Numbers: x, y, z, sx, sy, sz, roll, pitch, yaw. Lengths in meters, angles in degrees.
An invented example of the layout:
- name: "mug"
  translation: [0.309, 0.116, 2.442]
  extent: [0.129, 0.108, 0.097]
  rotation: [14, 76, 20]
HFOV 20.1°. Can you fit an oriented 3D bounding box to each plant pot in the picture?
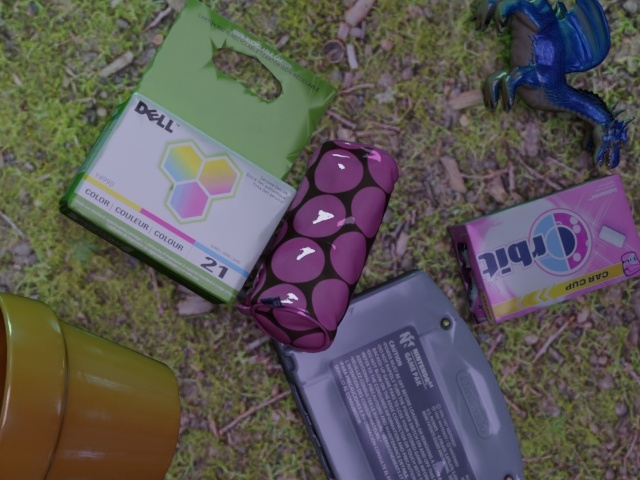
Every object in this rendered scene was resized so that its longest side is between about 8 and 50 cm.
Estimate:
- name: "plant pot"
  translation: [-0.240, 0.162, 1.678]
  extent: [0.188, 0.205, 0.205]
  rotation: [12, 85, -28]

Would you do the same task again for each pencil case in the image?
- name: "pencil case"
  translation: [0.000, 0.000, 1.767]
  extent: [0.098, 0.095, 0.209]
  rotation: [15, 61, 18]

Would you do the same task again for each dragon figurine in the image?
- name: "dragon figurine"
  translation: [0.240, -0.211, 1.854]
  extent: [0.144, 0.085, 0.289]
  rotation: [-10, 94, -16]

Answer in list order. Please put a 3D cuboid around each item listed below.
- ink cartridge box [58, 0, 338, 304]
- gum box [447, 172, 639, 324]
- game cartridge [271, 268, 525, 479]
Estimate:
- name: "ink cartridge box"
  translation: [-0.110, -0.092, 1.761]
  extent: [0.189, 0.097, 0.255]
  rotation: [31, 82, -10]
- name: "gum box"
  translation: [0.230, 0.010, 1.855]
  extent: [0.188, 0.062, 0.107]
  rotation: [-18, 92, -14]
- name: "game cartridge"
  translation: [0.092, 0.189, 1.821]
  extent: [0.196, 0.060, 0.294]
  rotation: [-22, 93, -10]
